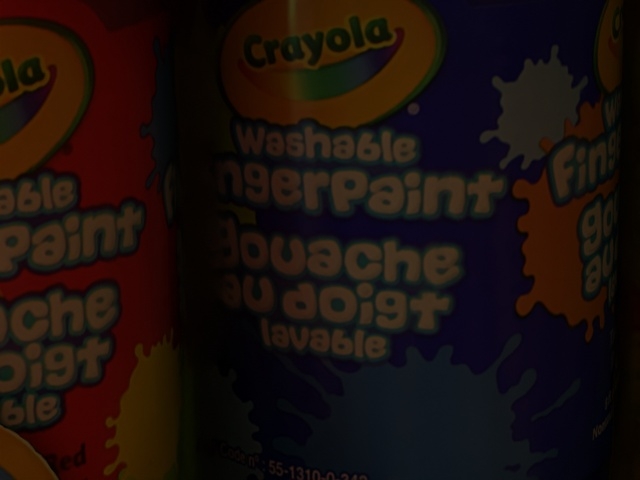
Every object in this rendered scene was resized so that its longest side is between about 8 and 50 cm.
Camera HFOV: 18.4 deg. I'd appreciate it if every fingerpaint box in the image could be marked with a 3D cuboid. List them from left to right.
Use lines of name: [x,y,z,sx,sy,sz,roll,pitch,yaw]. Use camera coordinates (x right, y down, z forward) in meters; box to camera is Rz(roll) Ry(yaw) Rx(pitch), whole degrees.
fingerpaint box: [0.020,-0.048,0.609,0.163,0.445,0.371,-145,51,-63]
